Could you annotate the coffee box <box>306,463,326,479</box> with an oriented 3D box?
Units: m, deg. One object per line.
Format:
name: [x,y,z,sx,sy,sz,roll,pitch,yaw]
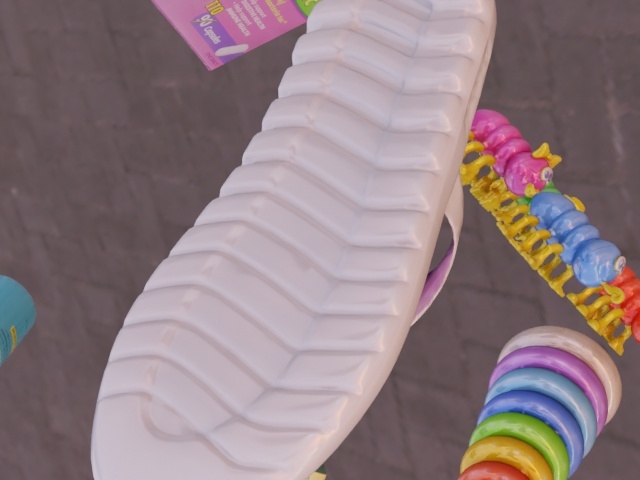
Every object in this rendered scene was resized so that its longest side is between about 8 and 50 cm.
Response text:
coffee box: [-0.081,0.254,1.283,0.184,0.113,0.040,-65,16,14]

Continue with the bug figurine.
bug figurine: [0.193,-0.007,1.176,0.216,0.072,0.279,52,-172,28]

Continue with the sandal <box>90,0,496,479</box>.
sandal: [0.013,0.004,0.908,0.169,0.416,0.102,16,158,32]

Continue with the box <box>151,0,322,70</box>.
box: [-0.044,-0.285,1.289,0.117,0.243,0.213,66,-174,22]

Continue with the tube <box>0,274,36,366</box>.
tube: [-0.249,0.098,0.959,0.052,0.207,0.080,20,126,5]

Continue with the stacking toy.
stacking toy: [0.199,0.230,1.518,0.141,0.330,0.141,14,127,20]
